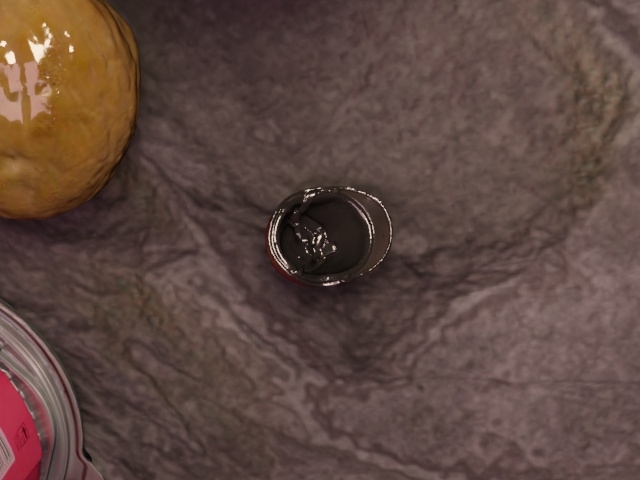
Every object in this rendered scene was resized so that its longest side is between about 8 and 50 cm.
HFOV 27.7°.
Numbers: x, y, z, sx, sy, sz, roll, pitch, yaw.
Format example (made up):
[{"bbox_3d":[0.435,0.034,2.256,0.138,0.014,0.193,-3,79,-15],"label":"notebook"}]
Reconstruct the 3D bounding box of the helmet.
[{"bbox_3d":[0.001,0.000,0.848,0.084,0.049,0.065,-5,81,-18],"label":"helmet"}]

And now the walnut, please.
[{"bbox_3d":[-0.183,-0.090,0.778,0.167,0.149,0.166,20,129,27],"label":"walnut"}]

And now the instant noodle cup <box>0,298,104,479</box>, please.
[{"bbox_3d":[-0.308,0.166,0.889,0.303,0.181,0.258,20,115,-3],"label":"instant noodle cup"}]
